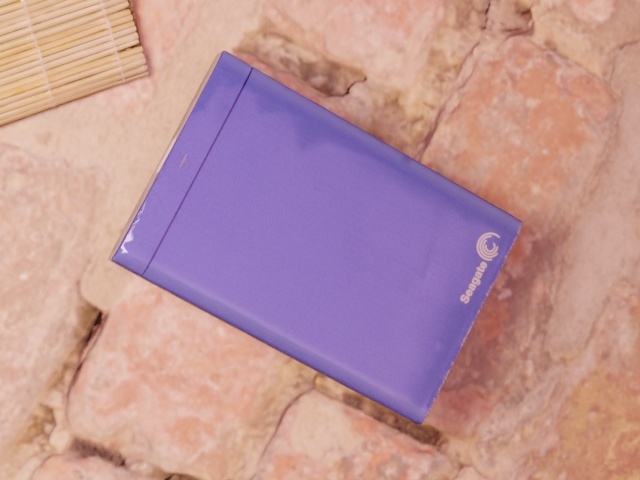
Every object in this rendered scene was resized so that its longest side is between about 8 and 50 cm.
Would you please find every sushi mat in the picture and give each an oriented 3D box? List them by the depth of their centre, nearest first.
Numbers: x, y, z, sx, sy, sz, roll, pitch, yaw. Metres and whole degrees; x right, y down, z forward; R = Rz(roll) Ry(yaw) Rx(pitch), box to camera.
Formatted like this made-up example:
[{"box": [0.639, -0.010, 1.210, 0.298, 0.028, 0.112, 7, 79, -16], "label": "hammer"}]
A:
[{"box": [-0.305, -0.163, 1.469, 0.316, 0.019, 0.151, -22, 108, -17], "label": "sushi mat"}]

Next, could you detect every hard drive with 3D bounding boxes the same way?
[{"box": [0.000, 0.000, 1.552, 0.319, 0.040, 0.210, 29, 83, -13], "label": "hard drive"}]
